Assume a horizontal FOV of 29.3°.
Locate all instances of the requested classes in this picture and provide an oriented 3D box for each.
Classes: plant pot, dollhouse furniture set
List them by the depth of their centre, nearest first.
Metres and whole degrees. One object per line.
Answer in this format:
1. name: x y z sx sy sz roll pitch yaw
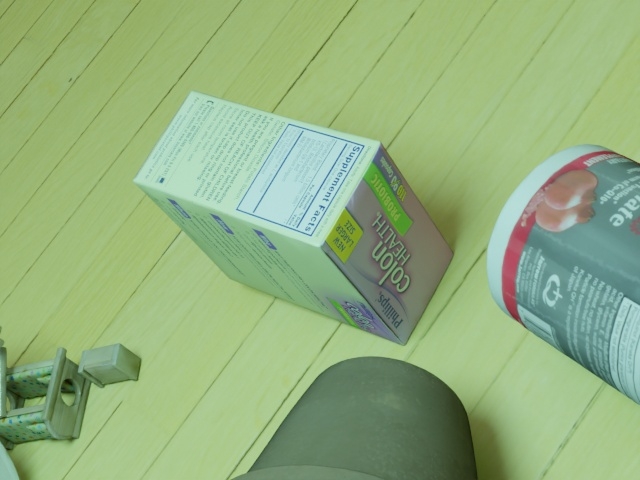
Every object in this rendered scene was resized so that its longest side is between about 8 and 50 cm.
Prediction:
1. plant pot: 0.038 0.225 1.027 0.263 0.263 0.229 -12 35 28
2. dollhouse furniture set: -0.329 0.156 1.372 0.182 0.161 0.101 -14 52 28

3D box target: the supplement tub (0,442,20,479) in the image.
1. supplement tub: -0.511 0.326 1.319 0.331 0.241 0.241 -23 48 21

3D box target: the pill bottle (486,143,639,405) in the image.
1. pill bottle: 0.300 0.056 0.989 0.176 0.176 0.318 -49 45 -5

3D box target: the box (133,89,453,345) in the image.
1. box: -0.024 -0.023 1.230 0.243 0.213 0.117 20 71 35
